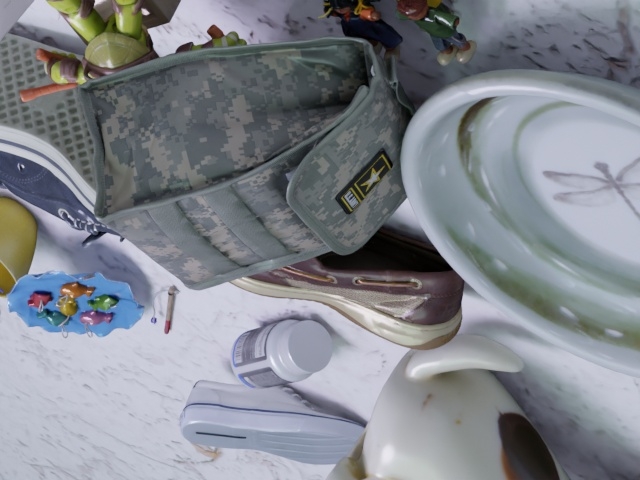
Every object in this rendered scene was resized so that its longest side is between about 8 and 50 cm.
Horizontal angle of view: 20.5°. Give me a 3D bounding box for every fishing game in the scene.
[{"bbox_3d":[-0.324,0.092,2.343,0.264,0.041,0.189,4,151,-7],"label":"fishing game"}]

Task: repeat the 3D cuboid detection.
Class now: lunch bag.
[{"bbox_3d":[-0.043,-0.078,1.649,0.287,0.169,0.235,-15,160,11],"label":"lunch bag"}]

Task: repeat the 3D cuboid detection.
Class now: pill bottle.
[{"bbox_3d":[-0.048,0.140,2.205,0.078,0.078,0.137,44,151,-18],"label":"pill bottle"}]

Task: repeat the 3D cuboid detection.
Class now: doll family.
[{"bbox_3d":[0.048,-0.212,1.558,0.193,0.076,0.111,3,158,37],"label":"doll family"}]

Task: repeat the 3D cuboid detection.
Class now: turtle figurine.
[{"bbox_3d":[-0.203,-0.187,1.682,0.269,0.087,0.217,0,139,23],"label":"turtle figurine"}]

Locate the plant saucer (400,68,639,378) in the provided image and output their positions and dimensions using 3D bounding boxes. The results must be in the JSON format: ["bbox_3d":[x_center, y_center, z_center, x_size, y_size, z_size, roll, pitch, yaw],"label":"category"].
[{"bbox_3d":[0.268,-0.028,1.590,0.400,0.100,0.400,26,151,16],"label":"plant saucer"}]

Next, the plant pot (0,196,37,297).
[{"bbox_3d":[-0.433,-0.003,2.368,0.134,0.095,0.134,25,151,15],"label":"plant pot"}]

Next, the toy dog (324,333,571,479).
[{"bbox_3d":[0.226,0.314,2.045,0.408,0.284,0.395,32,115,6],"label":"toy dog"}]

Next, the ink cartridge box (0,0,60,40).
[{"bbox_3d":[-0.390,-0.335,1.781,0.207,0.119,0.353,25,150,16],"label":"ink cartridge box"}]

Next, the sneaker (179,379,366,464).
[{"bbox_3d":[-0.055,0.231,2.350,0.258,0.091,0.094,10,144,1],"label":"sneaker"}]

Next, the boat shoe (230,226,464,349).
[{"bbox_3d":[0.000,0.000,1.914,0.342,0.123,0.123,24,137,18],"label":"boat shoe"}]

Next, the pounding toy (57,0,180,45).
[{"bbox_3d":[-0.202,-0.261,1.748,0.130,0.100,0.141,-11,133,34],"label":"pounding toy"}]

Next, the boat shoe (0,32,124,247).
[{"bbox_3d":[-0.226,-0.090,1.938,0.500,0.187,0.156,22,155,31],"label":"boat shoe"}]
